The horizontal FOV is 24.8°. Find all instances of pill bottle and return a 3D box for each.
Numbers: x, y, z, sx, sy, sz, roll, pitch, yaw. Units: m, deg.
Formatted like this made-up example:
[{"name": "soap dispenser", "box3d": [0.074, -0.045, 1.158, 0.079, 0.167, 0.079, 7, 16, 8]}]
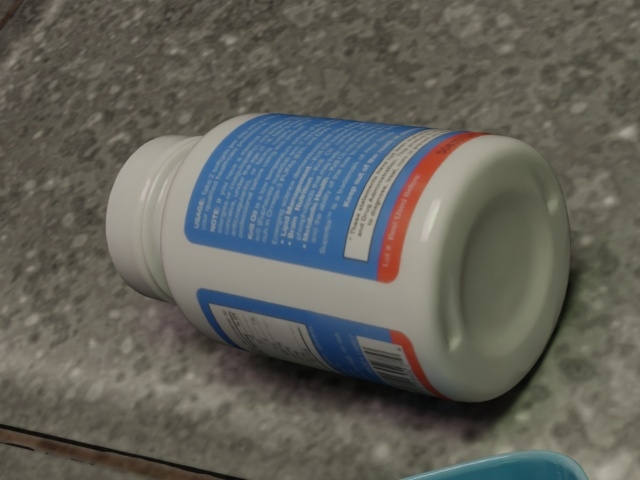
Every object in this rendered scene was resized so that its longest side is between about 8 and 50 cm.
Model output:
[{"name": "pill bottle", "box3d": [0.000, 0.000, 0.720, 0.221, 0.124, 0.124, 11, 56, 39]}]

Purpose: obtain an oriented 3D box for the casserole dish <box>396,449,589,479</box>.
[{"name": "casserole dish", "box3d": [0.042, 0.154, 0.605, 0.188, 0.037, 0.114, -19, 42, 18]}]
